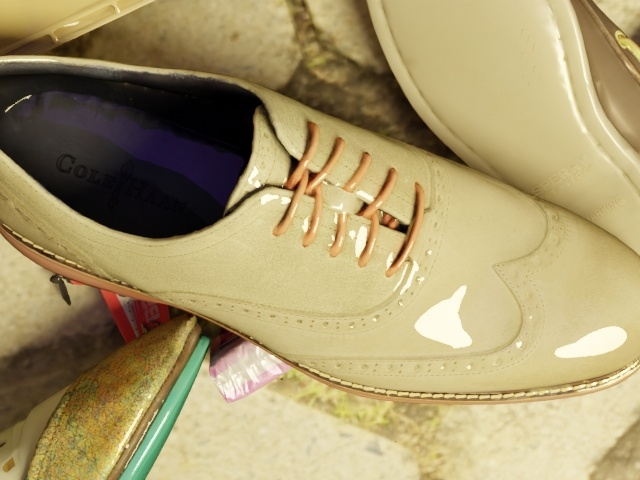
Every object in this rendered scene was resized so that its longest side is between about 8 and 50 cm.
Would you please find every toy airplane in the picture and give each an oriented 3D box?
[{"bbox_3d":[-0.101,0.007,0.589,0.151,0.028,0.151,-2,112,-5],"label":"toy airplane"}]

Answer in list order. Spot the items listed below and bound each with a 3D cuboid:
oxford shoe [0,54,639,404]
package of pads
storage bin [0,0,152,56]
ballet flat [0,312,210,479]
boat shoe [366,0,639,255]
[{"bbox_3d":[0.000,0.000,0.477,0.397,0.146,0.140,12,77,-1],"label":"oxford shoe"},{"bbox_3d":[-0.044,0.071,0.579,0.050,0.083,0.032,-28,97,-2],"label":"package of pads"},{"bbox_3d":[-0.238,-0.204,0.441,0.260,0.123,0.262,-25,131,1],"label":"storage bin"},{"bbox_3d":[-0.182,0.190,0.576,0.123,0.123,0.348,22,102,-8],"label":"ballet flat"},{"bbox_3d":[0.148,-0.085,0.559,0.324,0.097,0.116,50,134,-7],"label":"boat shoe"}]
